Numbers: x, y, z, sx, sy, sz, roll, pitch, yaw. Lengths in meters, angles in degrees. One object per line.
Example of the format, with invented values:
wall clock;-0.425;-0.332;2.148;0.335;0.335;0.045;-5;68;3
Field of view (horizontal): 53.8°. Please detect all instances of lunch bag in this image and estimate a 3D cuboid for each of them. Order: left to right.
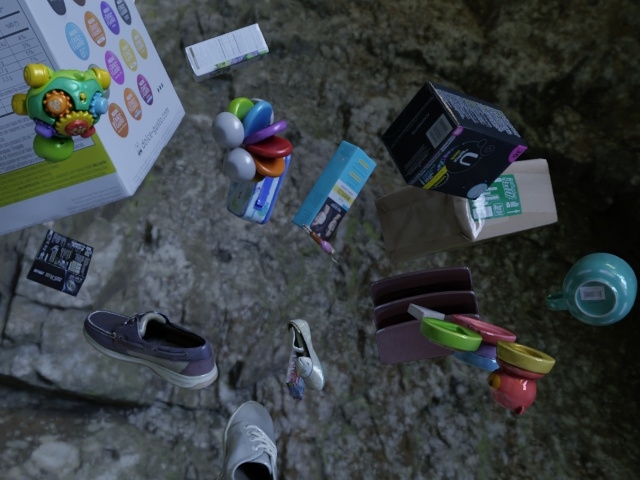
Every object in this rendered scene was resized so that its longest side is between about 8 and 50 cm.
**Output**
lunch bag;-0.166;-0.156;1.671;0.176;0.090;0.219;25;-83;62

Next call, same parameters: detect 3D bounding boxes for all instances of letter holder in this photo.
letter holder;0.303;0.211;1.822;0.152;0.301;0.215;-78;155;-64

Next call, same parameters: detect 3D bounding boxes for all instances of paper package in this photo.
paper package;0.347;-0.071;1.512;0.309;0.324;0.168;-21;-99;55

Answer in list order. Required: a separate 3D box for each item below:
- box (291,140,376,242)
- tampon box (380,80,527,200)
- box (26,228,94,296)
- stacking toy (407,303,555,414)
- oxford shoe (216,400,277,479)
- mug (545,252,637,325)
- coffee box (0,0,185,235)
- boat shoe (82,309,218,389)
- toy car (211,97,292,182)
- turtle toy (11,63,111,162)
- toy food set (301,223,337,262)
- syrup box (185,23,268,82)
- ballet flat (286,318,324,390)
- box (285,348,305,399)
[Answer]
box;0.036;-0.121;1.594;0.060;0.100;0.244;31;-91;40
tampon box;0.198;-0.144;0.940;0.120;0.160;0.102;-51;-133;35
box;-0.767;0.065;1.867;0.078;0.147;0.180;-56;-155;19
stacking toy;0.325;0.257;1.394;0.309;0.279;0.131;-125;-129;-83
oxford shoe;-0.160;0.525;1.518;0.130;0.169;0.449;-47;-171;15
mug;0.526;0.107;1.213;0.097;0.129;0.158;-25;149;-58
coffee box;-0.460;-0.237;0.961;0.338;0.337;0.335;-86;159;-59
boat shoe;-0.302;0.169;1.116;0.102;0.285;0.093;-28;131;-55
toy car;-0.127;-0.212;1.313;0.159;0.136;0.182;-38;118;-48
turtle toy;-0.287;-0.140;0.704;0.130;0.095;0.066;-40;-110;40
toy food set;0.000;0.000;1.442;0.019;0.122;0.078;-43;170;2
syrup box;-0.289;-0.573;1.933;0.093;0.236;0.096;-176;-117;-78
ballet flat;-0.039;0.245;1.348;0.057;0.052;0.168;-42;-130;32
box;-0.059;0.333;1.646;0.094;0.027;0.137;75;18;-46
